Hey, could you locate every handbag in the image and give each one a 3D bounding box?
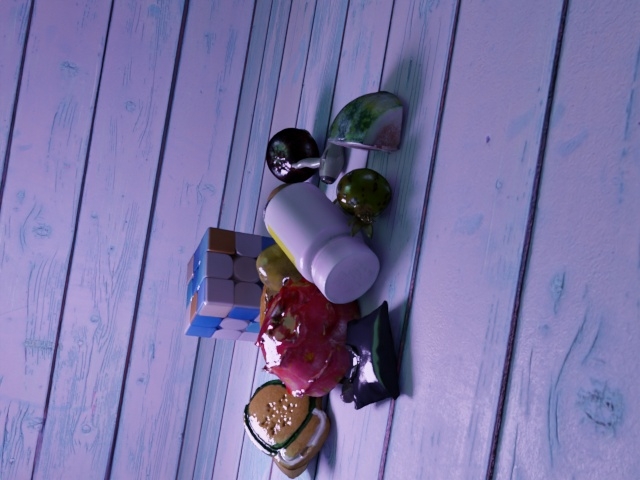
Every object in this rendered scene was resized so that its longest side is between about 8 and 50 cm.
[{"bbox_3d":[0.130,0.308,1.647,0.211,0.089,0.254,-40,49,56],"label":"handbag"}]

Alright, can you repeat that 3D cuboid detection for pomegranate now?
[{"bbox_3d":[0.113,-0.105,1.745,0.156,0.156,0.220,-34,35,61],"label":"pomegranate"}]

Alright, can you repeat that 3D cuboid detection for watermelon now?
[{"bbox_3d":[0.128,-0.335,1.868,0.224,0.180,0.305,-37,16,-9],"label":"watermelon"}]

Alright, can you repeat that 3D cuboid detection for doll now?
[{"bbox_3d":[0.089,-0.109,1.931,0.207,0.081,0.129,153,127,-67],"label":"doll"}]

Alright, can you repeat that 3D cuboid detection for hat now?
[{"bbox_3d":[0.091,0.426,1.769,0.058,0.042,0.087,-32,17,45],"label":"hat"}]

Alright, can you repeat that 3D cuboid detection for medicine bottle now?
[{"bbox_3d":[0.000,0.000,1.843,0.378,0.214,0.213,49,128,44],"label":"medicine bottle"}]

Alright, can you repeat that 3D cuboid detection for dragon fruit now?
[{"bbox_3d":[-0.063,0.280,1.893,0.386,0.249,0.371,-57,30,19],"label":"dragon fruit"}]

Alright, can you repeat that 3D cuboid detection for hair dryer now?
[{"bbox_3d":[0.017,-0.318,2.162,0.225,0.088,0.218,30,91,46],"label":"hair dryer"}]

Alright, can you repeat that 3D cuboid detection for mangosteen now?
[{"bbox_3d":[-0.097,-0.317,2.351,0.216,0.216,0.216,-170,90,-69],"label":"mangosteen"}]

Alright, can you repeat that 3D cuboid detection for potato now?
[{"bbox_3d":[-0.095,0.083,2.057,0.197,0.229,0.148,85,162,-53],"label":"potato"}]

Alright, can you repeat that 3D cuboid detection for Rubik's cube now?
[{"bbox_3d":[-0.345,0.191,2.536,0.346,0.347,0.344,128,144,-52],"label":"Rubik's cube"}]

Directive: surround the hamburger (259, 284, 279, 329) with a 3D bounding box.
[{"bbox_3d":[-0.132,0.267,2.193,0.209,0.162,0.329,130,137,-66],"label":"hamburger"}]

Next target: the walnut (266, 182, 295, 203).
[{"bbox_3d":[-0.109,-0.110,2.294,0.213,0.213,0.213,-170,90,-69],"label":"walnut"}]

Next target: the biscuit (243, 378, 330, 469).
[{"bbox_3d":[-0.099,0.546,1.971,0.287,0.057,0.344,-49,41,-11],"label":"biscuit"}]

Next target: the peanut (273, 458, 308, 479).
[{"bbox_3d":[-0.114,0.630,2.054,0.318,0.148,0.147,-113,38,-52],"label":"peanut"}]
